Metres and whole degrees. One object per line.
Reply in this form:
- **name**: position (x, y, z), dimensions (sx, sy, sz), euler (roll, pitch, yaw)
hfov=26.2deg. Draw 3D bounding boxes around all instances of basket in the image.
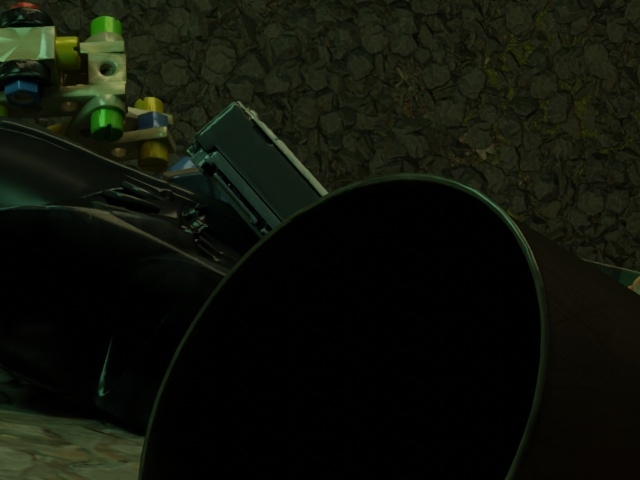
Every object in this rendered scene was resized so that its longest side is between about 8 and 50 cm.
- **basket**: position (0.079, 0.086, 0.531), dimensions (0.227, 0.154, 0.204), euler (18, -43, -39)

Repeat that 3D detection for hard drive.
- **hard drive**: position (0.000, 0.000, 1.142), dimensions (0.237, 0.064, 0.339), euler (48, 2, 1)

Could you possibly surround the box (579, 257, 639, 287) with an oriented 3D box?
- **box**: position (0.329, 0.077, 1.651), dimensions (0.322, 0.058, 0.232), euler (12, -13, 16)

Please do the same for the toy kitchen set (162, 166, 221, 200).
- **toy kitchen set**: position (-0.183, 0.007, 1.372), dimensions (0.207, 0.122, 0.166), euler (-10, 11, -17)

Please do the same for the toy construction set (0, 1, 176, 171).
- **toy construction set**: position (-0.299, -0.113, 1.257), dimensions (0.327, 0.151, 0.215), euler (-16, -23, -10)

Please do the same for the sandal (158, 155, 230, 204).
- **sandal**: position (-0.172, -0.037, 1.627), dimensions (0.126, 0.138, 0.317), euler (18, 9, 40)

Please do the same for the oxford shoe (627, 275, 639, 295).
- **oxford shoe**: position (0.259, 0.072, 0.993), dimensions (0.140, 0.146, 0.397), euler (-20, 15, -32)

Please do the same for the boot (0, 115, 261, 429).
- **boot**: position (-0.206, 0.010, 0.963), dimensions (0.367, 0.146, 0.445), euler (10, 9, -4)
